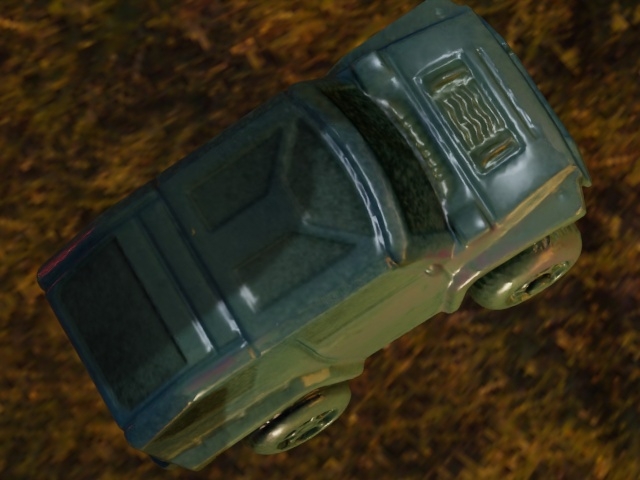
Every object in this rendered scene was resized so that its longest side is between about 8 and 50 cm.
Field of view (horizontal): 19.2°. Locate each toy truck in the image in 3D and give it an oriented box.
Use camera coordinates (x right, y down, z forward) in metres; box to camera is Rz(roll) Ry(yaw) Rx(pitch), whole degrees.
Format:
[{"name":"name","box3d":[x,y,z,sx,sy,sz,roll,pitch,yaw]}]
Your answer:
[{"name":"toy truck","box3d":[0.000,0.000,0.994,0.279,0.156,0.155,-33,74,8]}]
